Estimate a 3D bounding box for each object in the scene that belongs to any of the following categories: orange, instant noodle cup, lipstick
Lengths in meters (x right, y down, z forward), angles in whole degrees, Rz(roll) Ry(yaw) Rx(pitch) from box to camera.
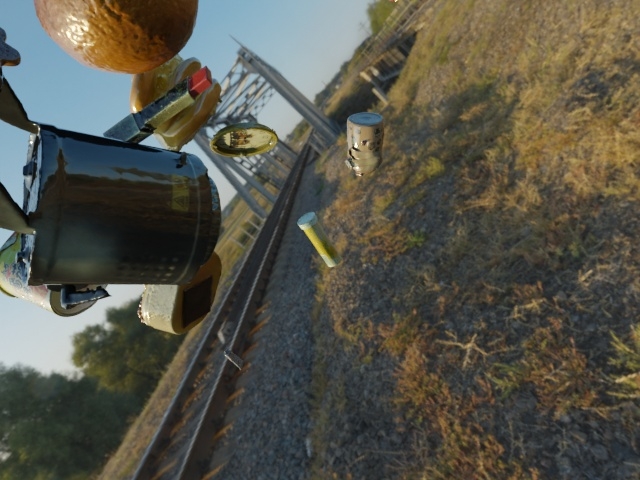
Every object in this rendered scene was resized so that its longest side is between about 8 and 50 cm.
[{"bbox_3d":[-0.434,-0.514,0.906,0.356,0.322,0.322,-3,43,43],"label":"orange"},{"bbox_3d":[-0.780,0.097,1.284,0.264,0.200,0.264,-56,-18,-30],"label":"instant noodle cup"},{"bbox_3d":[-0.357,-0.289,0.960,0.312,0.051,0.051,-24,-2,21],"label":"lipstick"}]

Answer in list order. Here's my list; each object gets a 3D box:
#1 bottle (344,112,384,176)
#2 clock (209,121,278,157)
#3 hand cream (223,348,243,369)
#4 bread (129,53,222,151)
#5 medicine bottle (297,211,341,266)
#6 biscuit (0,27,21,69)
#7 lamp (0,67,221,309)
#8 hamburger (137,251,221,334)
[{"bbox_3d":[0.109,-0.229,1.060,0.099,0.098,0.152,-64,-21,-51],"label":"bottle"},{"bbox_3d":[-0.260,-0.350,1.456,0.237,0.236,0.057,-30,67,61],"label":"clock"},{"bbox_3d":[-0.264,0.362,1.314,0.019,0.093,0.030,-18,40,25],"label":"hand cream"},{"bbox_3d":[-0.440,-0.455,1.322,0.211,0.270,0.316,-16,40,25],"label":"bread"},{"bbox_3d":[0.000,0.000,1.584,0.073,0.218,0.074,-25,29,15],"label":"medicine bottle"},{"bbox_3d":[-0.956,-0.550,1.170,0.039,0.236,0.180,-32,22,48],"label":"biscuit"},{"bbox_3d":[-0.275,-0.045,0.595,0.374,0.272,0.205,120,137,-55],"label":"lamp"},{"bbox_3d":[-0.407,0.128,1.252,0.227,0.151,0.296,-10,-61,-61],"label":"hamburger"}]
